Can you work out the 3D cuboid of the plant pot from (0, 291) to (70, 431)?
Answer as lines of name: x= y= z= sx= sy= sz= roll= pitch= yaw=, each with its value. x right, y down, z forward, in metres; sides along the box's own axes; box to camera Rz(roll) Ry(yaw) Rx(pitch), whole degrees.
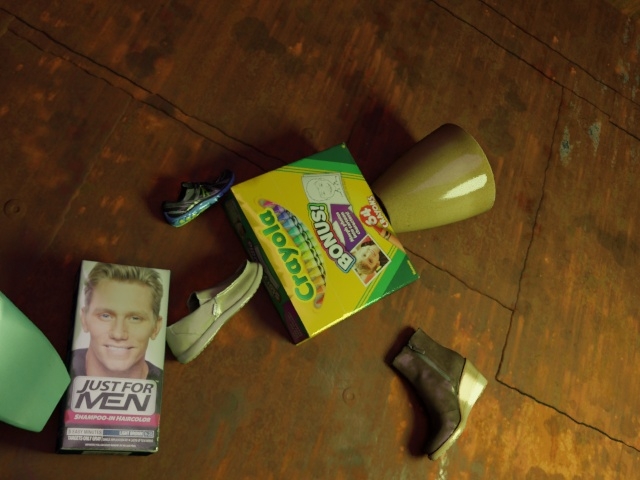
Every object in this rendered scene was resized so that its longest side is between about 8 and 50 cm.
plant pot: x=-0.542 y=0.211 z=1.199 sx=0.234 sy=0.165 sz=0.166 roll=56 pitch=46 yaw=-42

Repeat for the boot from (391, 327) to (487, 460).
boot: x=0.240 y=0.344 z=1.639 sx=0.206 sy=0.090 sz=0.248 roll=35 pitch=61 yaw=5

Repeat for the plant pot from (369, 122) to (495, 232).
plant pot: x=0.242 y=-0.124 z=1.737 sx=0.254 sy=0.237 sz=0.237 roll=-26 pitch=82 yaw=-16

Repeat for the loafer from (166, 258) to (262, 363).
loafer: x=-0.219 y=0.128 z=1.486 sx=0.092 sy=0.102 sz=0.268 roll=44 pitch=60 yaw=-10

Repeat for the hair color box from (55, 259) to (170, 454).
hair color box: x=-0.389 y=0.223 z=1.372 sx=0.173 sy=0.105 sz=0.347 roll=8 pitch=67 yaw=-22

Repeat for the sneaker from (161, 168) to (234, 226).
sneaker: x=-0.262 y=-0.105 z=1.575 sx=0.188 sy=0.067 sz=0.078 roll=-38 pitch=95 yaw=-28

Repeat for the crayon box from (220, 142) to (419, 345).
crayon box: x=0.000 y=0.000 z=1.630 sx=0.313 sy=0.106 sz=0.363 roll=-25 pitch=83 yaw=-30
